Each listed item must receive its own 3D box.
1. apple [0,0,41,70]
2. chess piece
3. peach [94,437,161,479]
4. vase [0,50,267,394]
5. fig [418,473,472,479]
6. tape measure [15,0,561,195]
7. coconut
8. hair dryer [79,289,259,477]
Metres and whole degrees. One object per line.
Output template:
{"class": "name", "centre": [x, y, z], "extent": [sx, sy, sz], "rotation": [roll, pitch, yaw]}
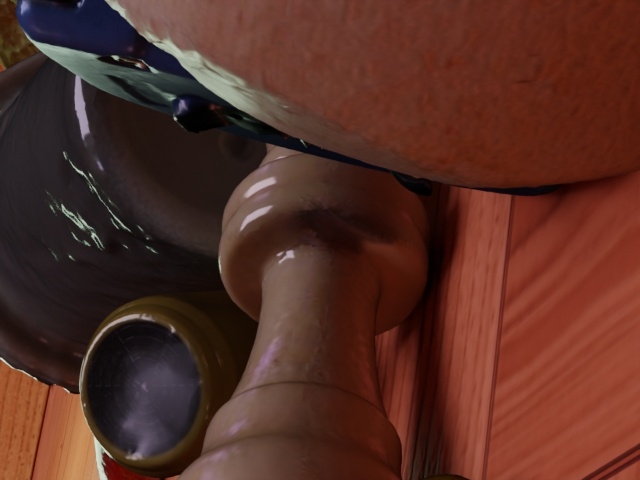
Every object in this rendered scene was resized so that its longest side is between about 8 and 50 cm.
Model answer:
{"class": "apple", "centre": [-0.137, -0.184, 1.469], "extent": [0.246, 0.246, 0.226], "rotation": [-101, 16, -64]}
{"class": "chess piece", "centre": [0.000, 0.000, 0.897], "extent": [0.117, 0.117, 0.397], "rotation": [116, 165, -49]}
{"class": "peach", "centre": [-0.161, 0.138, 1.663], "extent": [0.189, 0.068, 0.279], "rotation": [-121, 45, -77]}
{"class": "vase", "centre": [-0.097, -0.044, 1.149], "extent": [0.291, 0.245, 0.245], "rotation": [147, 135, -68]}
{"class": "fig", "centre": [0.043, 0.121, 0.720], "extent": [0.083, 0.050, 0.050], "rotation": [88, -175, -51]}
{"class": "tape measure", "centre": [0.001, -0.076, 0.787], "extent": [0.351, 0.215, 0.098], "rotation": [14, -90, -84]}
{"class": "coconut", "centre": [0.056, -0.147, 0.436], "extent": [0.247, 0.245, 0.245], "rotation": [118, 161, -54]}
{"class": "hair dryer", "centre": [-0.054, 0.164, 0.971], "extent": [0.135, 0.090, 0.279], "rotation": [-1, -88, -64]}
